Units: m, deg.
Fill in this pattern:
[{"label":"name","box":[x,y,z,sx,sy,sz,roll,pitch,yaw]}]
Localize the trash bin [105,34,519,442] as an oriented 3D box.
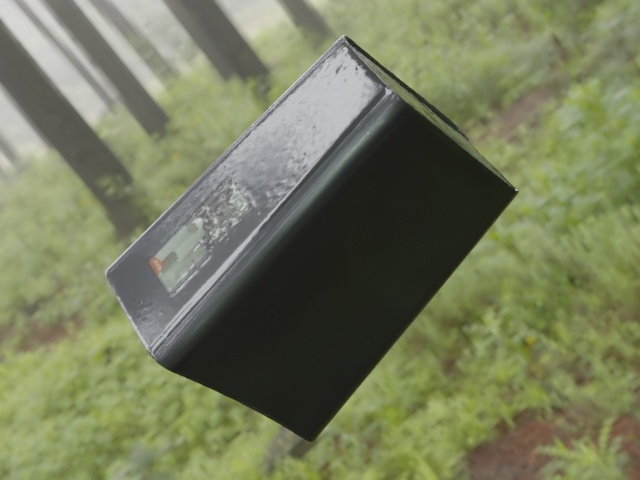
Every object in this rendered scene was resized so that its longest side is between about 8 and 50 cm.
[{"label":"trash bin","box":[0.000,0.000,1.030,0.225,0.165,0.115,-47,42,11]}]
